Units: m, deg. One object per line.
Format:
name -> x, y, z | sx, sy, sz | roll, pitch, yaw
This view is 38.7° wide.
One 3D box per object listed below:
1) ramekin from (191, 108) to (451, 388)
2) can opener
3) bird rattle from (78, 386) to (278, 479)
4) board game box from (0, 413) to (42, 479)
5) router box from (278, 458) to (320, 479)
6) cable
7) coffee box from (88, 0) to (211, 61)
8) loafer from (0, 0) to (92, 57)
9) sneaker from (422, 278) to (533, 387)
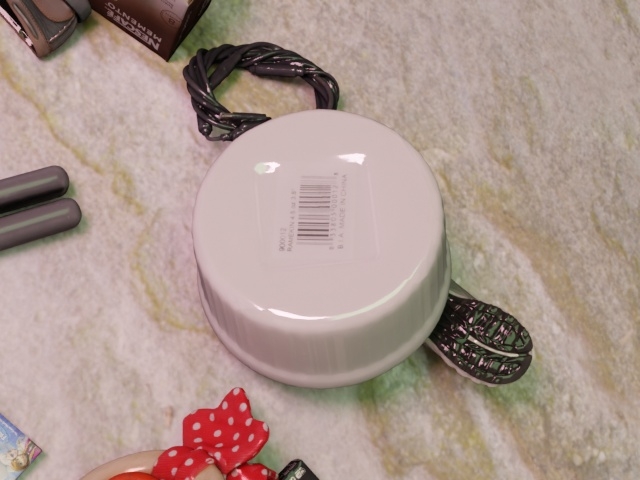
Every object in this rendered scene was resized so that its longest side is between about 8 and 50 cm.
ramekin -> 0.000, 0.000, 0.935 | 0.277, 0.135, 0.277 | -1, 65, 3
can opener -> -0.376, -0.011, 0.885 | 0.283, 0.095, 0.076 | -19, 83, -22
bird rattle -> -0.143, 0.239, 0.840 | 0.207, 0.143, 0.253 | -6, 33, -2
board game box -> -0.334, 0.208, 0.880 | 0.090, 0.020, 0.090 | 42, 68, -4
router box -> -0.035, 0.303, 0.945 | 0.122, 0.038, 0.092 | -43, 92, -23
cable -> -0.065, -0.169, 1.050 | 0.184, 0.047, 0.150 | -10, 57, -25
coffee box -> -0.233, -0.328, 0.996 | 0.246, 0.141, 0.098 | 35, 68, -8
loafer -> -0.370, -0.304, 0.957 | 0.267, 0.096, 0.084 | 38, 81, -19
sneaker -> 0.114, 0.071, 1.036 | 0.271, 0.108, 0.100 | 40, 85, 12
